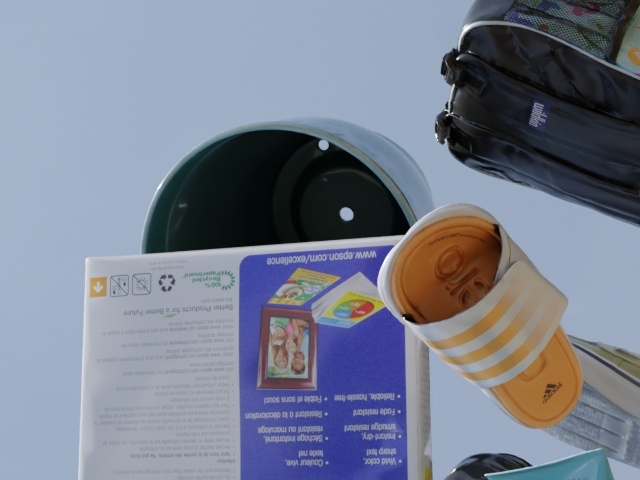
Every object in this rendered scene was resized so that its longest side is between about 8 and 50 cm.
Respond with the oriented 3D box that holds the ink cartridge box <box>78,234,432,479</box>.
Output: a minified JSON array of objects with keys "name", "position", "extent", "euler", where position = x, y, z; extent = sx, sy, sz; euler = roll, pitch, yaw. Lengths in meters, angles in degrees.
[{"name":"ink cartridge box","position":[-0.057,0.157,1.230],"extent":[0.072,0.304,0.307],"euler":[25,-117,-69]}]

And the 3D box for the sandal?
[{"name":"sandal","position":[0.144,0.069,1.074],"extent":[0.102,0.076,0.265],"euler":[-49,-49,-3]}]

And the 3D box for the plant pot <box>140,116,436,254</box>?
[{"name":"plant pot","position":[0.000,0.000,1.434],"extent":[0.255,0.272,0.271],"euler":[-39,-51,-69]}]

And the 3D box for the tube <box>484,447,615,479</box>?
[{"name":"tube","position":[0.188,0.214,0.993],"extent":[0.207,0.080,0.052],"euler":[58,-157,-31]}]

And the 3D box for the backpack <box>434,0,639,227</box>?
[{"name":"backpack","position":[0.255,-0.130,1.306],"extent":[0.191,0.254,0.225],"euler":[-54,-18,-28]}]

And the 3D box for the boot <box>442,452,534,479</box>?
[{"name":"boot","position":[0.321,0.290,1.456],"extent":[0.367,0.146,0.445],"euler":[58,-142,1]}]

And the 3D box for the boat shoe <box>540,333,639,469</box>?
[{"name":"boat shoe","position":[0.299,0.156,1.458],"extent":[0.094,0.302,0.109],"euler":[-45,-26,-41]}]
